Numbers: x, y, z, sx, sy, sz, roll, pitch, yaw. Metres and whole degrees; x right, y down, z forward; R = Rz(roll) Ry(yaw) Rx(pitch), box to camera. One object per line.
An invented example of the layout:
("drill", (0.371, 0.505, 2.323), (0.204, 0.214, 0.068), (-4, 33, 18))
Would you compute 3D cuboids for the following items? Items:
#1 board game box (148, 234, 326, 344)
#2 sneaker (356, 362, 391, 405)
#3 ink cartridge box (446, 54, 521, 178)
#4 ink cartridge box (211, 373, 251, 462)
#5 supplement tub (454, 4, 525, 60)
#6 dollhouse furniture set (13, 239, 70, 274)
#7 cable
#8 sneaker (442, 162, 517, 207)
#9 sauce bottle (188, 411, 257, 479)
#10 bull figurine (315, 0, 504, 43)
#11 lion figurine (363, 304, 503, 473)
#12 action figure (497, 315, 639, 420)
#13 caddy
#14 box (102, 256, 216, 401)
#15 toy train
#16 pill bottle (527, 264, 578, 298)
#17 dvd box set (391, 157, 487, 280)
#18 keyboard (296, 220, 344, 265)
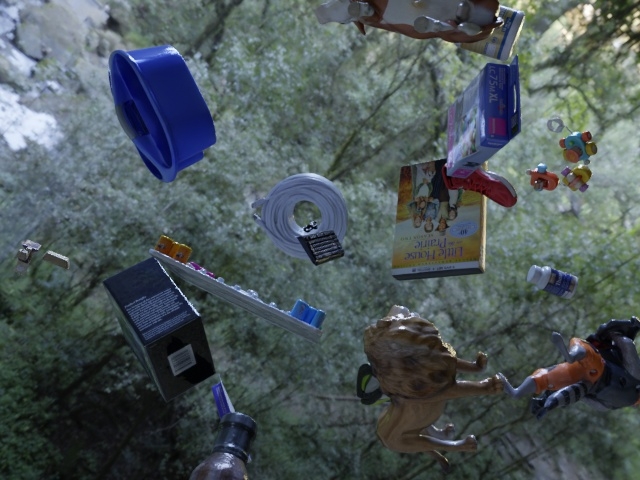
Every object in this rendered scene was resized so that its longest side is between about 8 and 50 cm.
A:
("board game box", (-0.169, 0.125, 1.450), (0.390, 0.050, 0.390), (25, -11, 4))
("sneaker", (0.191, 0.288, 1.326), (0.121, 0.300, 0.111), (1, 78, -26))
("ink cartridge box", (0.371, -0.280, 1.468), (0.311, 0.065, 0.185), (132, -38, -74))
("ink cartridge box", (-0.275, 0.540, 1.902), (0.208, 0.045, 0.206), (82, -15, -47))
("supplement tub", (0.473, -0.616, 1.833), (0.200, 0.144, 0.144), (22, 14, 12))
("dollhouse furniture set", (-0.653, 0.067, 1.472), (0.114, 0.081, 0.091), (25, 10, -18))
("cable", (-0.044, -0.070, 1.881), (0.257, 0.257, 0.089), (55, 17, -7))
("sneaker", (0.430, -0.146, 1.763), (0.128, 0.087, 0.221), (-35, 63, -31))
("sauce bottle", (-0.174, 0.438, 1.013), (0.111, 0.111, 0.344), (44, 37, -22))
("bull figurine", (0.121, -0.363, 0.968), (0.310, 0.101, 0.188), (12, 18, 21))
("lion figurine", (0.176, 0.299, 1.158), (0.240, 0.392, 0.142), (2, 30, -10))
("action figure", (0.547, 0.318, 1.342), (0.330, 0.341, 0.178), (11, 36, -22))
("caddy", (-0.411, -0.312, 1.563), (0.179, 0.241, 0.341), (-26, 88, -31))
("box", (-0.476, 0.262, 1.871), (0.294, 0.183, 0.296), (44, -29, 36))
("toy train", (0.453, -0.144, 1.203), (0.125, 0.046, 0.166), (28, -38, 28))
("pill bottle", (0.628, 0.109, 1.716), (0.120, 0.067, 0.067), (20, 21, 0))
("dvd box set", (0.397, -0.079, 2.110), (0.062, 0.308, 0.420), (37, 54, -49))
("keyboard", (0.000, 0.000, 1.492), (0.108, 0.023, 0.180), (57, 22, 8))
